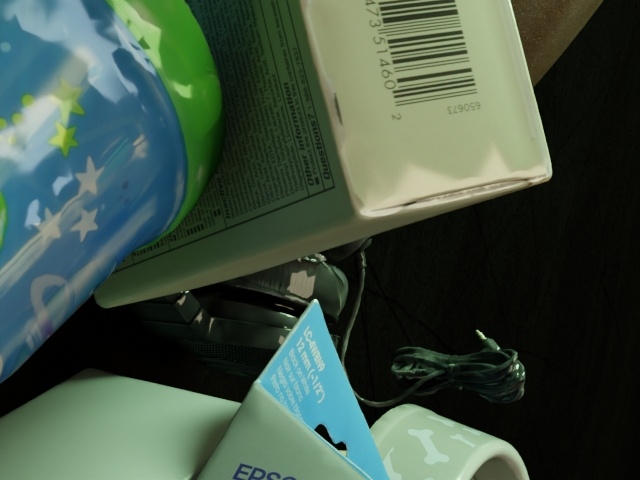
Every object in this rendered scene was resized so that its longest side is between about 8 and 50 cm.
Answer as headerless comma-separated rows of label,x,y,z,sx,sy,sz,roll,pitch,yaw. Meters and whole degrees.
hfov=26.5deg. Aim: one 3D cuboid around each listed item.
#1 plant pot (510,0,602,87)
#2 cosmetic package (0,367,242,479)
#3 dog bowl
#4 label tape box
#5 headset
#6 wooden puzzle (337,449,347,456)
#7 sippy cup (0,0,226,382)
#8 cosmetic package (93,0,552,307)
plant pot,0.104,-0.192,0.913,0.215,0.215,0.230,-9,125,-60
cosmetic package,-0.201,0.264,0.728,0.453,0.161,0.230,-29,123,-54
dog bowl,0.108,0.334,1.285,0.349,0.102,0.348,-18,110,-61
label tape box,-0.007,0.247,0.790,0.347,0.115,0.249,-57,144,-33
headset,0.000,0.000,0.979,0.394,0.185,0.243,51,54,-40
wooden puzzle,0.027,0.316,1.272,0.221,0.044,0.238,19,83,-61
sippy cup,-0.191,-0.019,0.568,0.224,0.240,0.305,-59,146,-36
cosmetic package,-0.033,-0.067,0.707,0.113,0.309,0.160,-12,88,-30
